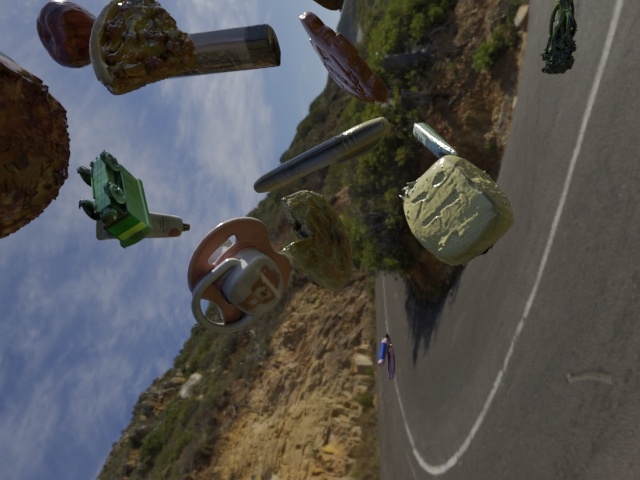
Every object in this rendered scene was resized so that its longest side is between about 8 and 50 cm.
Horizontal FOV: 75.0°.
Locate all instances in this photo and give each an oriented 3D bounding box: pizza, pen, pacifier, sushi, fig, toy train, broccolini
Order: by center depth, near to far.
[{"bbox_3d":[-0.229,-0.268,0.550,0.046,0.134,0.175,133,136,-64],"label":"pizza"},{"bbox_3d":[-0.006,-0.109,0.583,0.040,0.233,0.032,63,-146,-10],"label":"pen"},{"bbox_3d":[-0.501,-0.416,0.853,0.150,0.128,0.129,-65,-22,-78],"label":"fig"},{"bbox_3d":[0.005,-0.539,0.886,0.052,0.120,0.055,-46,37,42],"label":"sushi"},{"bbox_3d":[0.613,-0.601,0.997,0.074,0.078,0.393,-4,-72,-50],"label":"broccolini"},{"bbox_3d":[-0.206,0.076,1.049,0.332,0.220,0.273,59,-166,-48],"label":"pacifier"},{"bbox_3d":[-0.630,-0.134,1.285,0.301,0.120,0.202,59,-179,38],"label":"toy train"}]

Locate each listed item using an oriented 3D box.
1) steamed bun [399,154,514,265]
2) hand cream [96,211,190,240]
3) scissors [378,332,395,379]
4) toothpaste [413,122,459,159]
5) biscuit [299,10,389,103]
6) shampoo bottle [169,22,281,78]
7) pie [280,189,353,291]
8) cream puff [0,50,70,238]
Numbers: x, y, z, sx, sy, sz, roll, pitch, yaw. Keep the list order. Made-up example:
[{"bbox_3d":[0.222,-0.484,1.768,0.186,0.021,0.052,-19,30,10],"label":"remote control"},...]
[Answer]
[{"bbox_3d":[0.354,-0.076,1.086,0.232,0.166,0.273,-55,49,30],"label":"steamed bun"},{"bbox_3d":[-0.639,-0.058,1.532,0.340,0.077,0.125,2,-96,-46],"label":"hand cream"},{"bbox_3d":[0.113,0.189,0.706,0.039,0.012,0.113,52,-161,-8],"label":"scissors"},{"bbox_3d":[0.385,-0.318,1.389,0.099,0.061,0.392,56,-170,-33],"label":"toothpaste"},{"bbox_3d":[0.060,-0.437,1.071,0.043,0.284,0.306,-46,0,6],"label":"biscuit"},{"bbox_3d":[-0.189,-0.331,0.737,0.086,0.227,0.056,37,-128,-75],"label":"shampoo bottle"},{"bbox_3d":[0.000,0.000,1.297,0.337,0.075,0.338,28,-132,-36],"label":"pie"},{"bbox_3d":[-0.338,-0.072,0.355,0.164,0.240,0.240,54,177,14],"label":"cream puff"}]
